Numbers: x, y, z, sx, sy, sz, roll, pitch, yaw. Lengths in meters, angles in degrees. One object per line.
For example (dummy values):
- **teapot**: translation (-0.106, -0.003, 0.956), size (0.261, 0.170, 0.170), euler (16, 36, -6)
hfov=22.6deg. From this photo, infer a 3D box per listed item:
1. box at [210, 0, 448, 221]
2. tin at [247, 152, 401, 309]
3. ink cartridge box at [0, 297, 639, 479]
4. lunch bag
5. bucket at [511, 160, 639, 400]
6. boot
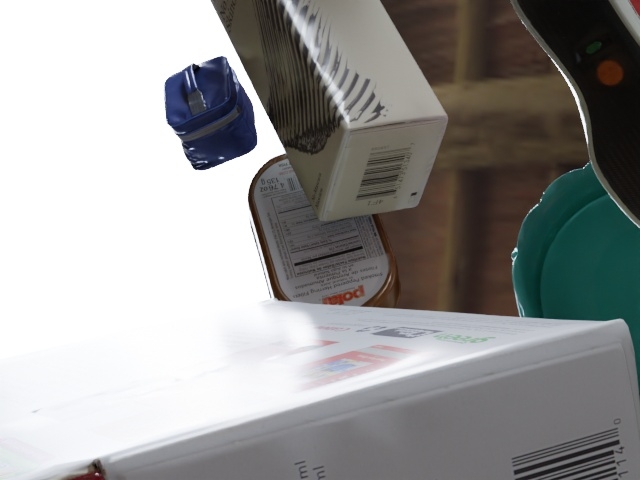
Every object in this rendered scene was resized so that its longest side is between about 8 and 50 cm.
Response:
- **box**: translation (0.000, -0.154, 1.321), size (0.113, 0.094, 0.275), euler (106, -34, -46)
- **tin**: translation (0.000, 0.000, 1.304), size (0.040, 0.106, 0.189), euler (76, -3, -52)
- **ink cartridge box**: translation (-0.065, 0.114, 0.648), size (0.309, 0.272, 0.130), euler (0, -80, 65)
- **lunch bag**: translation (-0.097, -0.117, 1.389), size (0.098, 0.067, 0.065), euler (-104, 169, -52)
- **bucket**: translation (0.345, 0.048, 1.704), size (0.183, 0.281, 0.281), euler (31, 60, -77)
- **boot**: translation (0.236, -0.125, 1.161), size (0.244, 0.088, 0.176), euler (60, 29, -7)
